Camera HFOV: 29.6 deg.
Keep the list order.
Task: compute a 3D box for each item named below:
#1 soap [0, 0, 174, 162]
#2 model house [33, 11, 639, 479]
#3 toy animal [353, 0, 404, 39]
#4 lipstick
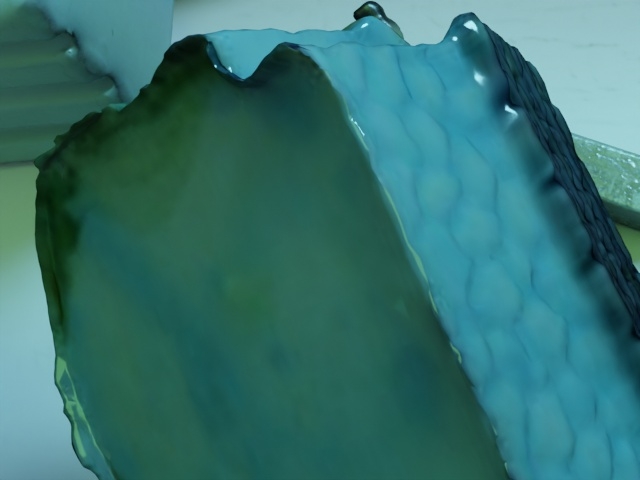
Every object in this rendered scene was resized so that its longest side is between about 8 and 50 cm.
[{"bbox_3d":[-0.239,-0.112,0.689,0.290,0.173,0.095,-4,69,17],"label":"soap"},{"bbox_3d":[0.048,0.037,0.520,0.226,0.241,0.261,-32,79,48],"label":"model house"},{"bbox_3d":[-0.002,-0.001,0.631,0.217,0.073,0.176,-38,70,-3],"label":"toy animal"},{"bbox_3d":[0.178,-0.016,0.598,0.129,0.030,0.030,22,79,18],"label":"lipstick"}]
